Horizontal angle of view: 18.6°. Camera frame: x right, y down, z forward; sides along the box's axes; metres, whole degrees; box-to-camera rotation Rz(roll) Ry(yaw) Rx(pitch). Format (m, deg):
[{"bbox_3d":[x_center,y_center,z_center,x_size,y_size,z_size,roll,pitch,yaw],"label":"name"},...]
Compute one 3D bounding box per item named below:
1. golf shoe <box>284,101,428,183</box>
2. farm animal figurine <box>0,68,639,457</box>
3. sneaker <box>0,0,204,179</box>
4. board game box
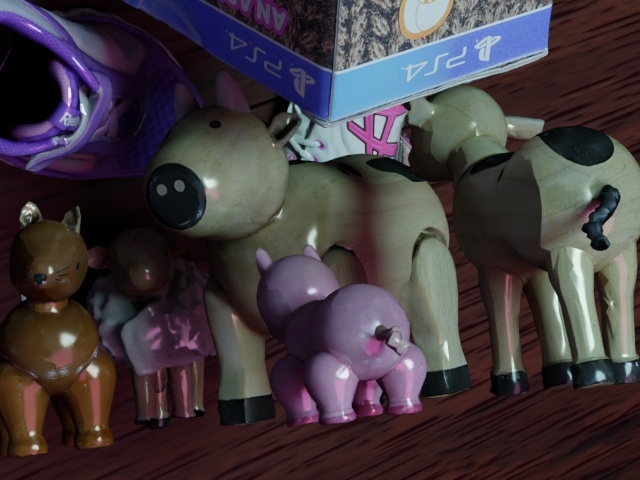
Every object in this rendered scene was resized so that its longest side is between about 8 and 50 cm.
[{"bbox_3d":[0.012,-0.071,1.142,0.086,0.067,0.186,-32,134,-24],"label":"golf shoe"},{"bbox_3d":[0.000,0.000,0.966,0.327,0.330,0.172,9,73,-77],"label":"farm animal figurine"},{"bbox_3d":[-0.135,-0.073,0.968,0.236,0.104,0.095,20,99,-50],"label":"sneaker"},{"bbox_3d":[-0.008,-0.238,0.887,0.141,0.232,0.291,-20,129,-35],"label":"board game box"}]
